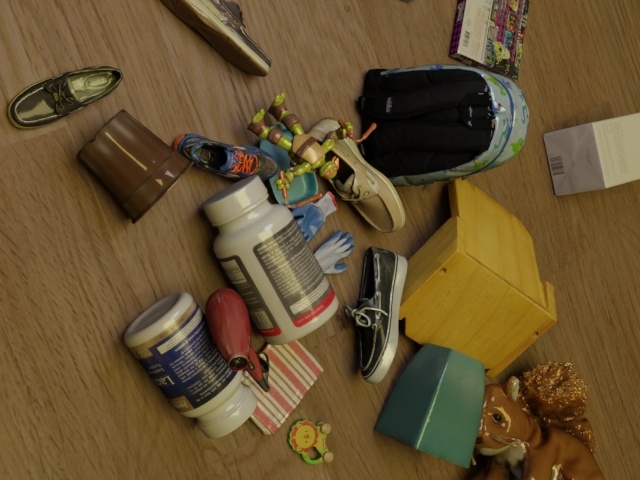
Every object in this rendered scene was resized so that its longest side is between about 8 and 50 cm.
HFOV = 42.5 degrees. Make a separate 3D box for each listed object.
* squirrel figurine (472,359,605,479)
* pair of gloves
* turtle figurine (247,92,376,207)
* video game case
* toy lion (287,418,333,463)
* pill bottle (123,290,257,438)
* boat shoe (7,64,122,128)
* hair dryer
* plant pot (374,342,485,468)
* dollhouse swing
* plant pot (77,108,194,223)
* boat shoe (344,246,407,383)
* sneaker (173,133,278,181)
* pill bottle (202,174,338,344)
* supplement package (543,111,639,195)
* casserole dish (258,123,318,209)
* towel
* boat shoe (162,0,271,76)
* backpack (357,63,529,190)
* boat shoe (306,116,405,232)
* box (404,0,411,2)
[{"bbox_3d":[0.500,0.466,2.000,0.370,0.281,0.397,49,50,-8],"label":"squirrel figurine"},{"bbox_3d":[0.000,0.000,1.806,0.159,0.023,0.198,-39,118,-23],"label":"pair of gloves"},{"bbox_3d":[-0.030,-0.203,1.708,0.217,0.087,0.269,44,72,4],"label":"turtle figurine"},{"bbox_3d":[0.436,-0.546,2.113,0.210,0.041,0.232,15,79,-30],"label":"video game case"},{"bbox_3d":[-0.024,0.436,1.782,0.096,0.034,0.100,-5,90,-24],"label":"toy lion"},{"bbox_3d":[-0.244,0.243,1.586,0.153,0.153,0.265,-42,107,-26],"label":"pill bottle"},{"bbox_3d":[-0.470,-0.276,1.527,0.223,0.073,0.080,-30,102,-29],"label":"boat shoe"},{"bbox_3d":[-0.141,0.191,1.567,0.080,0.293,0.224,-32,88,4],"label":"hair dryer"},{"bbox_3d":[0.267,0.364,1.870,0.165,0.165,0.234,27,78,-27],"label":"plant pot"},{"bbox_3d":[0.357,0.082,2.017,0.346,0.305,0.315,32,113,-26],"label":"dollhouse swing"},{"bbox_3d":[-0.354,-0.147,1.549,0.165,0.167,0.167,45,66,-13],"label":"plant pot"},{"bbox_3d":[0.116,0.161,1.836,0.104,0.113,0.306,19,74,-22],"label":"boat shoe"},{"bbox_3d":[-0.186,-0.159,1.673,0.221,0.087,0.083,7,100,-26],"label":"sneaker"},{"bbox_3d":[-0.108,0.037,1.668,0.176,0.176,0.319,-35,105,-28],"label":"pill bottle"},{"bbox_3d":[0.779,-0.239,2.224,0.292,0.175,0.178,-14,93,-31],"label":"supplement package"},{"bbox_3d":[-0.075,-0.158,1.782,0.114,0.037,0.189,-22,99,-31],"label":"casserole dish"},{"bbox_3d":[-0.095,0.296,1.749,0.144,0.029,0.197,51,62,-18],"label":"towel"},{"bbox_3d":[-0.203,-0.454,1.687,0.285,0.103,0.092,38,74,-17],"label":"boat shoe"},{"bbox_3d":[0.280,-0.261,1.819,0.273,0.355,0.290,4,84,-32],"label":"backpack"},{"bbox_3d":[0.071,-0.127,1.814,0.302,0.109,0.098,54,41,-12],"label":"boat shoe"},{"bbox_3d":[0.189,-0.674,1.970,0.109,0.042,0.178,11,81,-31],"label":"box"}]
